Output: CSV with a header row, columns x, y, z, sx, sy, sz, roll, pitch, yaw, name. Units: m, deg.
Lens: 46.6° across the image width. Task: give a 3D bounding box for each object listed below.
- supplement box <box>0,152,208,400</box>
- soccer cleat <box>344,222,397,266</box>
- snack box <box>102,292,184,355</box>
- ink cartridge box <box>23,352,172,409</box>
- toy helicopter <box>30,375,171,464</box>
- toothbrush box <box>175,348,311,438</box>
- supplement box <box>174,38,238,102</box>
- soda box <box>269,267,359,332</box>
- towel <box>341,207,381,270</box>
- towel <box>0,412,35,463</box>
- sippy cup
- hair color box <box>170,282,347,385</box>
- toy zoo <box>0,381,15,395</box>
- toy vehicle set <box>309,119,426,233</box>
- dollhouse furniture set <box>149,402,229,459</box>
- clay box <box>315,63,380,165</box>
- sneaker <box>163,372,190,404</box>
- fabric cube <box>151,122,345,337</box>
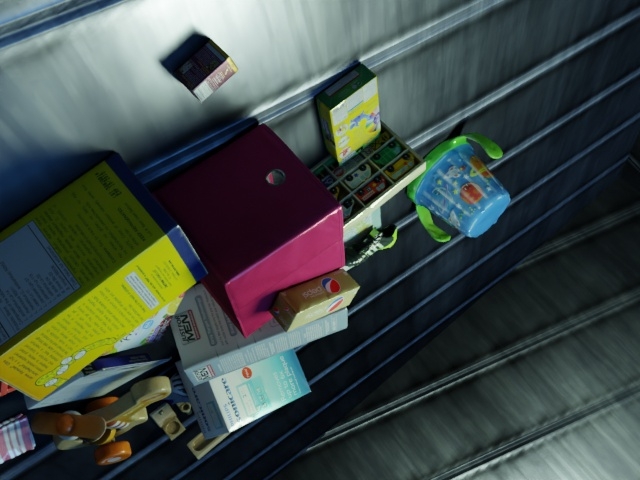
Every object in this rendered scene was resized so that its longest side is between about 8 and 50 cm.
x,y,z,sx,sy,sz,roll,pitch,yaw,name
-0.402,0.062,1.229,0.356,0.194,0.195,-37,155,-12,supplement box
0.116,0.008,1.831,0.179,0.060,0.072,-26,144,-30,soccer cleat
-0.379,0.135,1.530,0.174,0.070,0.207,-9,137,-49,snack box
-0.466,0.282,1.566,0.224,0.045,0.223,-28,165,22,ink cartridge box
-0.466,0.379,1.627,0.355,0.140,0.235,-35,151,31,toy helicopter
-0.201,0.361,1.957,0.296,0.216,0.126,-16,171,-44,toothbrush box
-0.183,-0.272,1.193,0.083,0.055,0.043,-42,156,-2,supplement box
-0.010,0.116,1.469,0.181,0.058,0.061,-20,148,-43,soda box
0.000,0.000,1.842,0.321,0.090,0.374,-29,153,-9,towel
-0.714,0.456,1.588,0.197,0.029,0.144,-28,151,-30,towel
0.402,-0.135,2.096,0.240,0.224,0.305,-38,156,-10,sippy cup
-0.145,0.163,1.673,0.375,0.185,0.113,-20,152,-9,hair color box
-0.594,0.226,1.399,0.293,0.030,0.192,-21,147,-40,toy zoo
0.085,-0.143,1.674,0.267,0.166,0.035,-39,155,-12,toy vehicle set
-0.361,0.509,2.063,0.144,0.151,0.123,-38,155,-17,dollhouse furniture set
0.064,-0.261,1.588,0.127,0.053,0.222,-38,156,-12,clay box
-0.367,0.405,2.004,0.098,0.083,0.224,-26,153,12,sneaker
-0.131,-0.018,1.445,0.258,0.254,0.259,-34,155,-15,fabric cube
